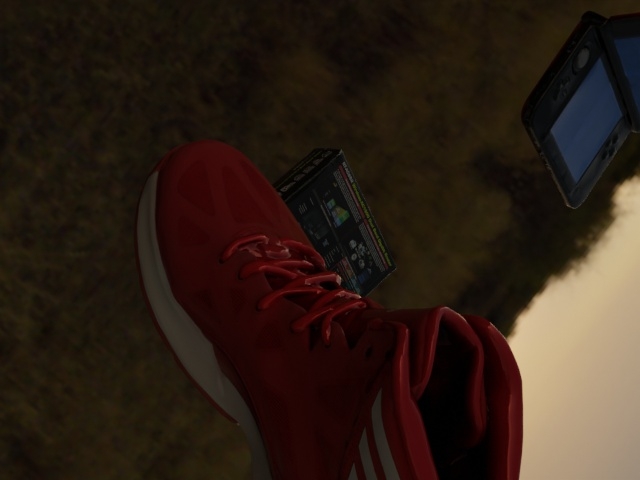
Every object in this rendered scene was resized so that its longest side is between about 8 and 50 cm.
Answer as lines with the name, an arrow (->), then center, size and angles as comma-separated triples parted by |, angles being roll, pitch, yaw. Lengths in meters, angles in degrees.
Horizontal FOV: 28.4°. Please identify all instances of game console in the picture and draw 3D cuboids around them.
game console -> 0.213, -0.084, 0.842 | 0.124, 0.085, 0.144 | -55, 147, -8

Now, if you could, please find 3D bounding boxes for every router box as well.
router box -> 0.000, 0.000, 1.020 | 0.092, 0.122, 0.038 | -41, -150, -28

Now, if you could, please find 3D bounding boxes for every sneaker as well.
sneaker -> 0.010, 0.028, 0.462 | 0.087, 0.221, 0.128 | -8, 151, -38
